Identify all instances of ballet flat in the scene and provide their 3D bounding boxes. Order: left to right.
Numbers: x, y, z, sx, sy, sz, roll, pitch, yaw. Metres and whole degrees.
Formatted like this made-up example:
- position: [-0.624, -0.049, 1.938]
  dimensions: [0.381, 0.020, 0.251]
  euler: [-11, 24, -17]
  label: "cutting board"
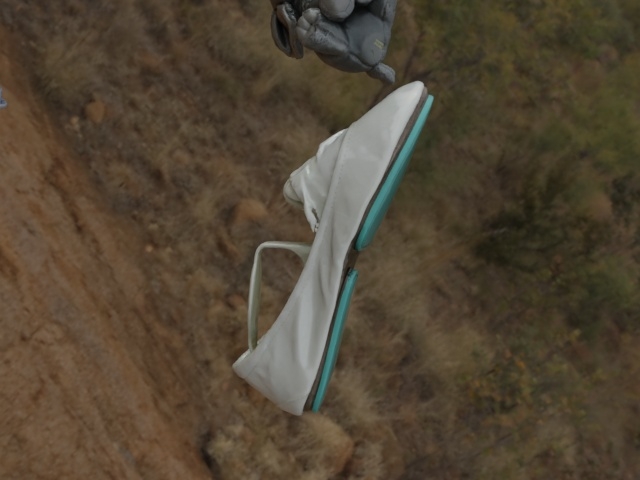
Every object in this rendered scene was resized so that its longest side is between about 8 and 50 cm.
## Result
- position: [0.000, 0.000, 0.935]
  dimensions: [0.139, 0.400, 0.139]
  euler: [19, 9, -3]
  label: "ballet flat"

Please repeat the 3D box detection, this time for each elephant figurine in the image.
- position: [-0.011, -0.342, 1.190]
  dimensions: [0.169, 0.186, 0.239]
  euler: [-9, 32, -41]
  label: "elephant figurine"

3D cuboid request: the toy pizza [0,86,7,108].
- position: [-0.252, -0.096, 0.398]
  dimensions: [0.201, 0.032, 0.201]
  euler: [23, 5, -2]
  label: "toy pizza"
